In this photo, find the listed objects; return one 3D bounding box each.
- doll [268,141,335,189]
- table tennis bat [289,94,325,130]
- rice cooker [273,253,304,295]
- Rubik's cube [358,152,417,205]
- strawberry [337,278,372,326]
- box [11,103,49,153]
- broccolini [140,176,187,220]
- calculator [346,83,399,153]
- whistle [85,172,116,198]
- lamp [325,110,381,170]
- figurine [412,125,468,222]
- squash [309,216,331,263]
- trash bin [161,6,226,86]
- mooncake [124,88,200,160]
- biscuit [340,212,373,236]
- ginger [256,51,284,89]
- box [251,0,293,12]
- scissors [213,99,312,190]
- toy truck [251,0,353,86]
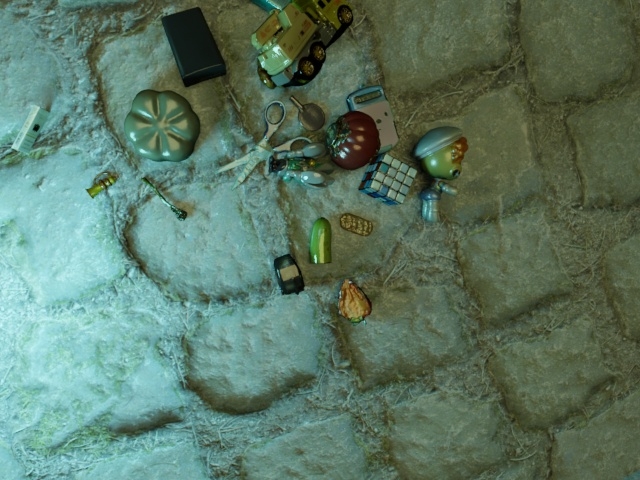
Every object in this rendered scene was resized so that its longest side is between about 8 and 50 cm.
[{"bbox_3d":[-0.057,-0.266,1.740,0.258,0.153,0.195,-20,81,-25],"label":"doll"},{"bbox_3d":[-0.044,-0.507,1.758,0.170,0.119,0.107,41,83,-12],"label":"table tennis bat"},{"bbox_3d":[-0.124,0.136,1.775,0.106,0.112,0.165,-13,95,-5],"label":"rice cooker"},{"bbox_3d":[0.267,-0.242,1.820,0.154,0.151,0.155,25,87,-13],"label":"Rubik's cube"},{"bbox_3d":[0.131,0.254,1.848,0.192,0.085,0.140,42,92,-5],"label":"strawberry"},{"bbox_3d":[-1.003,-0.384,1.578,0.024,0.090,0.167,26,87,-11],"label":"box"},{"bbox_3d":[-0.590,-0.153,1.709,0.218,0.042,0.044,42,85,-4],"label":"broccolini"},{"bbox_3d":[0.214,-0.494,1.847,0.173,0.051,0.293,-20,96,-9],"label":"calculator"},{"bbox_3d":[-0.802,-0.204,1.663,0.109,0.057,0.046,-41,145,-16],"label":"whistle"},{"bbox_3d":[0.129,-0.378,1.738,0.227,0.227,0.227,-1,93,-12],"label":"lamp"},{"bbox_3d":[0.466,-0.264,1.824,0.205,0.224,0.382,4,92,-9],"label":"figurine"},{"bbox_3d":[0.000,0.000,1.809,0.095,0.095,0.188,0,90,-12],"label":"squash"},{"bbox_3d":[-0.466,-0.708,1.669,0.165,0.115,0.225,-22,93,-9],"label":"trash bin"},{"bbox_3d":[-0.572,-0.414,1.648,0.275,0.135,0.275,-1,97,-11],"label":"mooncake"},{"bbox_3d":[0.148,-0.064,1.869,0.147,0.018,0.071,20,90,-11],"label":"biscuit"},{"bbox_3d":[-0.196,-0.654,1.745,0.103,0.073,0.162,-21,101,-14],"label":"ginger"},{"bbox_3d":[-0.142,-0.987,1.729,0.153,0.092,0.245,32,85,-11],"label":"box"},{"bbox_3d":[-0.236,-0.347,1.771,0.383,0.029,0.256,-38,103,-5],"label":"scissors"},{"bbox_3d":[-0.067,-0.758,1.657,0.254,0.180,0.405,44,70,-32],"label":"toy truck"}]
